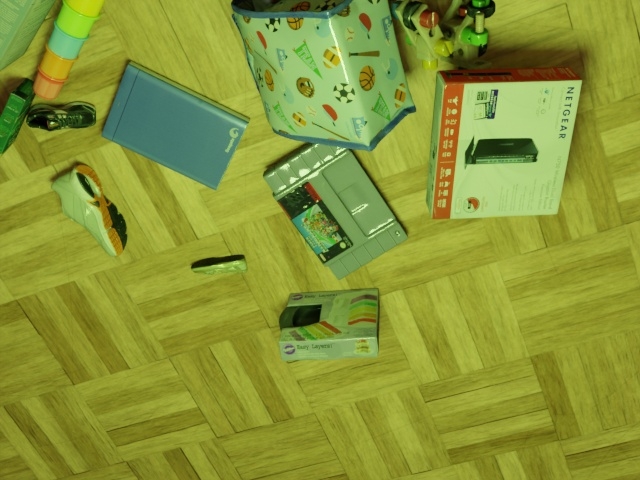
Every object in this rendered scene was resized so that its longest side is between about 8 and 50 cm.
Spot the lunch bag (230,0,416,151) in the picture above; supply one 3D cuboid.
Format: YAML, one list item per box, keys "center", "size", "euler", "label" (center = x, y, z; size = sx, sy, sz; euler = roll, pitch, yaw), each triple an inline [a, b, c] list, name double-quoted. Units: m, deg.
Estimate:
- center: [-0.013, -0.398, 1.795]
  size: [0.385, 0.239, 0.328]
  euler: [11, 130, 42]
  label: "lunch bag"

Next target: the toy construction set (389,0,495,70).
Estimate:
- center: [0.245, -0.451, 1.787]
  size: [0.308, 0.257, 0.237]
  euler: [11, 135, 22]
  label: "toy construction set"

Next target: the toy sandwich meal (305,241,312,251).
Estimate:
- center: [0.000, 0.000, 2.154]
  size: [0.085, 0.029, 0.086]
  euler: [2, 120, 4]
  label: "toy sandwich meal"

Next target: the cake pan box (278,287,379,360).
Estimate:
- center: [0.025, 0.221, 2.156]
  size: [0.266, 0.246, 0.070]
  euler: [-4, 116, 9]
  label: "cake pan box"

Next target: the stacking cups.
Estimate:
- center: [-0.594, -0.476, 1.916]
  size: [0.096, 0.096, 0.316]
  euler: [30, 123, -11]
  label: "stacking cups"

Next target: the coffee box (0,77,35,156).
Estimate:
- center: [-0.761, -0.302, 2.009]
  size: [0.040, 0.113, 0.184]
  euler: [29, 117, -14]
  label: "coffee box"

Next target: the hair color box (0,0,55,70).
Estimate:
- center: [-0.662, -0.560, 1.807]
  size: [0.113, 0.185, 0.374]
  euler: [36, 117, -14]
  label: "hair color box"

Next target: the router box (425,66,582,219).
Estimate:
- center: [0.400, -0.215, 1.819]
  size: [0.300, 0.082, 0.336]
  euler: [-3, 123, -4]
  label: "router box"

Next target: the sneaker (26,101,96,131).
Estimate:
- center: [-0.646, -0.297, 2.019]
  size: [0.178, 0.077, 0.072]
  euler: [-4, 120, 7]
  label: "sneaker"

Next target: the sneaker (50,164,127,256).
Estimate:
- center: [-0.611, -0.069, 2.147]
  size: [0.121, 0.099, 0.263]
  euler: [-16, 110, 22]
  label: "sneaker"

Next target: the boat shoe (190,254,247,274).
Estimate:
- center: [-0.276, 0.075, 2.211]
  size: [0.152, 0.056, 0.048]
  euler: [-10, 114, 2]
  label: "boat shoe"

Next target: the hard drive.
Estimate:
- center: [-0.362, -0.280, 2.022]
  size: [0.318, 0.040, 0.210]
  euler: [25, 119, -9]
  label: "hard drive"

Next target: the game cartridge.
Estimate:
- center: [0.039, -0.085, 2.068]
  size: [0.230, 0.068, 0.355]
  euler: [-34, 112, 7]
  label: "game cartridge"
